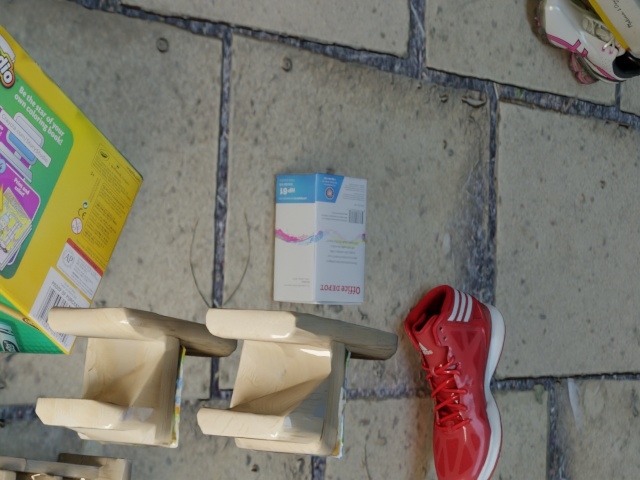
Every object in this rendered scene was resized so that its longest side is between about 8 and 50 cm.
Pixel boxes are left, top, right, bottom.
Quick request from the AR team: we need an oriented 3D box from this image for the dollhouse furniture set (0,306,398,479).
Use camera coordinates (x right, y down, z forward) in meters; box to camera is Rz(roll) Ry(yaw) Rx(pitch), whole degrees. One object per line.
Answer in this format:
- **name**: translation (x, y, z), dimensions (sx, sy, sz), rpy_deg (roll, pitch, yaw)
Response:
- **dollhouse furniture set**: translation (-0.117, 0.239, 1.302), dimensions (0.256, 0.394, 0.362), rpy_deg (17, 76, -55)

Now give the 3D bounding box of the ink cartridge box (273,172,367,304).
- **ink cartridge box**: translation (0.000, 0.000, 1.780), dimensions (0.088, 0.052, 0.122), rpy_deg (5, 85, -56)

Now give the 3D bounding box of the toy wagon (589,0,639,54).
- **toy wagon**: translation (0.378, -0.368, 2.268), dimensions (0.267, 0.068, 0.344), rpy_deg (49, 33, -28)

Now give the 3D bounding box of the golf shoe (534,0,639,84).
- **golf shoe**: translation (0.321, -0.247, 2.225), dimensions (0.186, 0.086, 0.067), rpy_deg (35, 64, -49)

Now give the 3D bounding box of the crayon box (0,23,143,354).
- **crayon box**: translation (-0.258, -0.056, 1.372), dimensions (0.278, 0.081, 0.165), rpy_deg (50, 51, -44)

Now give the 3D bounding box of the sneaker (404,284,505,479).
- **sneaker**: translation (0.125, 0.151, 1.959), dimensions (0.128, 0.087, 0.221), rpy_deg (31, 52, -42)
